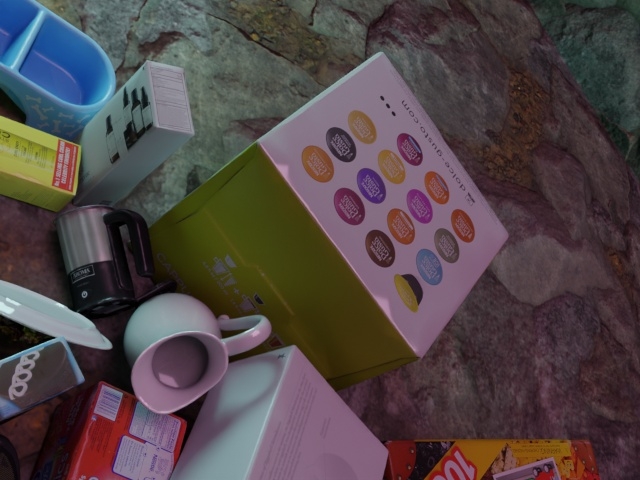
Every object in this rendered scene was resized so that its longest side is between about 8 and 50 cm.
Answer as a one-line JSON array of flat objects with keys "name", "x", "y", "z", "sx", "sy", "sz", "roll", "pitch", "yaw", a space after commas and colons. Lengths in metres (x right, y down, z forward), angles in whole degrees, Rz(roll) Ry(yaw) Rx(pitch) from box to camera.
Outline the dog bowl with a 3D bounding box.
[{"name": "dog bowl", "x": -0.415, "y": -0.259, "z": 1.195, "sx": 0.297, "sy": 0.074, "sz": 0.166, "roll": 33, "pitch": 49, "yaw": -27}]

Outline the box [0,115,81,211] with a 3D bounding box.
[{"name": "box", "x": -0.430, "y": -0.115, "z": 1.113, "sx": 0.232, "sy": 0.058, "sz": 0.087, "roll": 22, "pitch": 54, "yaw": -35}]

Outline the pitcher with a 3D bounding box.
[{"name": "pitcher", "x": -0.157, "y": 0.127, "z": 1.089, "sx": 0.178, "sy": 0.207, "sz": 0.125, "roll": -21, "pitch": 102, "yaw": -12}]

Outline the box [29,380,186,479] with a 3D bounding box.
[{"name": "box", "x": -0.263, "y": 0.311, "z": 0.990, "sx": 0.128, "sy": 0.123, "sz": 0.256, "roll": 32, "pitch": 49, "yaw": -27}]

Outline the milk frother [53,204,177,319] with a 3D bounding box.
[{"name": "milk frother", "x": -0.273, "y": 0.031, "z": 1.170, "sx": 0.143, "sy": 0.129, "sz": 0.134, "roll": 69, "pitch": 5, "yaw": -76}]

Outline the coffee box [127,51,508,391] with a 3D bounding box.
[{"name": "coffee box", "x": 0.000, "y": 0.000, "z": 1.252, "sx": 0.337, "sy": 0.338, "sz": 0.334, "roll": 53, "pitch": 43, "yaw": -7}]

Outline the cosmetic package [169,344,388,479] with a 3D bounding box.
[{"name": "cosmetic package", "x": -0.049, "y": 0.292, "z": 1.060, "sx": 0.224, "sy": 0.138, "sz": 0.224, "roll": 53, "pitch": 36, "yaw": -27}]

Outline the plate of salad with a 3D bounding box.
[{"name": "plate of salad", "x": -0.340, "y": 0.093, "z": 1.012, "sx": 0.200, "sy": 0.200, "sz": 0.048, "roll": 28, "pitch": 86, "yaw": -30}]

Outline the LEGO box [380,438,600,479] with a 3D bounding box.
[{"name": "LEGO box", "x": 0.240, "y": 0.504, "z": 1.313, "sx": 0.500, "sy": 0.193, "sz": 0.372, "roll": 10, "pitch": 61, "yaw": -40}]

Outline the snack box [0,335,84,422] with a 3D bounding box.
[{"name": "snack box", "x": -0.418, "y": 0.198, "z": 0.858, "sx": 0.322, "sy": 0.187, "sz": 0.060, "roll": -22, "pitch": 86, "yaw": -47}]

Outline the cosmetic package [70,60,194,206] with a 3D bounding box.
[{"name": "cosmetic package", "x": -0.260, "y": -0.134, "z": 1.151, "sx": 0.060, "sy": 0.239, "sz": 0.098, "roll": 7, "pitch": 63, "yaw": -40}]

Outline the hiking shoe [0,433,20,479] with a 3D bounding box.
[{"name": "hiking shoe", "x": -0.354, "y": 0.310, "z": 0.912, "sx": 0.086, "sy": 0.114, "sz": 0.226, "roll": 25, "pitch": 53, "yaw": -33}]
